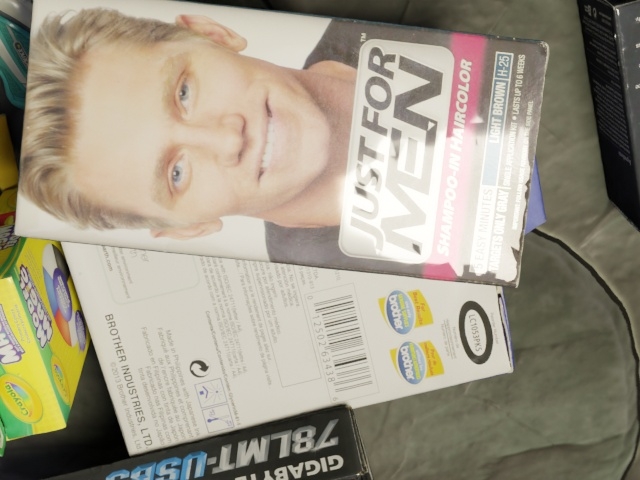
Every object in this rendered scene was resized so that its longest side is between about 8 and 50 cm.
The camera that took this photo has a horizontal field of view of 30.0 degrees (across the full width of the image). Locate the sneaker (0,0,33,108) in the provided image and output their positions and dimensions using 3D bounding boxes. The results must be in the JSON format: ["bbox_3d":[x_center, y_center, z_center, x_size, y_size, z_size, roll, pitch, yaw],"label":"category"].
[{"bbox_3d":[-0.307,-0.206,0.927,0.275,0.107,0.110,38,112,-17],"label":"sneaker"}]

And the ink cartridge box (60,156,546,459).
[{"bbox_3d":[0.000,0.000,1.001,0.395,0.151,0.270,-13,110,1],"label":"ink cartridge box"}]

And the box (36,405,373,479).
[{"bbox_3d":[-0.086,0.273,1.064,0.295,0.073,0.293,-14,143,0],"label":"box"}]

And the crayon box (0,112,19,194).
[{"bbox_3d":[-0.396,0.023,0.967,0.318,0.081,0.202,-17,112,-27],"label":"crayon box"}]

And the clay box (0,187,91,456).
[{"bbox_3d":[-0.222,0.053,0.909,0.053,0.222,0.127,-13,114,2],"label":"clay box"}]

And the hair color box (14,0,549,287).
[{"bbox_3d":[-0.028,-0.072,0.842,0.347,0.105,0.174,6,96,-2],"label":"hair color box"}]

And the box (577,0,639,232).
[{"bbox_3d":[0.316,-0.126,1.008,0.153,0.108,0.207,-13,111,0],"label":"box"}]
